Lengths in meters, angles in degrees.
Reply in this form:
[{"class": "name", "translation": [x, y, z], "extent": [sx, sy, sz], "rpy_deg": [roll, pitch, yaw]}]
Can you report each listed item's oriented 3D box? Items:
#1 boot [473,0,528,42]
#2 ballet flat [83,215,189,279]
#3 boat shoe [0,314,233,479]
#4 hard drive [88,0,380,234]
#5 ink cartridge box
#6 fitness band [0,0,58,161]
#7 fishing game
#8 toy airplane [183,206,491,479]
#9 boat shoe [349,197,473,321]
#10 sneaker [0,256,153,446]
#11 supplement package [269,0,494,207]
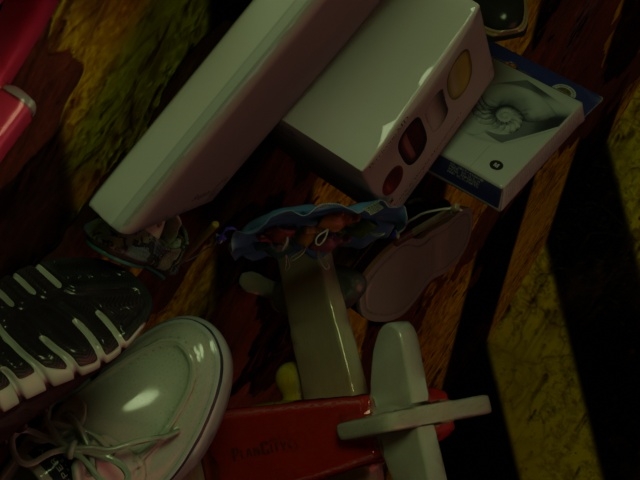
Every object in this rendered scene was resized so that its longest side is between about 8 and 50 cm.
[{"class": "boot", "translation": [0.157, -0.305, 1.524], "extent": [0.077, 0.198, 0.137], "rpy_deg": [-12, 145, -10]}, {"class": "ballet flat", "translation": [-0.156, -0.009, 1.359], "extent": [0.070, 0.070, 0.188], "rpy_deg": [-56, 173, -1]}, {"class": "boat shoe", "translation": [-0.234, 0.210, 1.462], "extent": [0.367, 0.136, 0.156], "rpy_deg": [-46, 160, 0]}, {"class": "hard drive", "translation": [-0.029, -0.160, 1.278], "extent": [0.353, 0.047, 0.233], "rpy_deg": [-48, 175, 16]}, {"class": "ink cartridge box", "translation": [0.164, -0.157, 1.689], "extent": [0.224, 0.223, 0.045], "rpy_deg": [-45, 155, -34]}, {"class": "fitness band", "translation": [-0.241, -0.068, 0.936], "extent": [0.291, 0.054, 0.209], "rpy_deg": [-57, 177, -18]}, {"class": "fishing game", "translation": [0.000, 0.000, 1.525], "extent": [0.264, 0.041, 0.189], "rpy_deg": [-4, 165, -27]}, {"class": "toy airplane", "translation": [0.016, 0.209, 1.685], "extent": [0.272, 0.384, 0.386], "rpy_deg": [5, 116, -60]}, {"class": "boat shoe", "translation": [0.099, 0.022, 2.075], "extent": [0.302, 0.091, 0.114], "rpy_deg": [-27, 127, -55]}, {"class": "sneaker", "translation": [-0.266, 0.126, 1.264], "extent": [0.281, 0.106, 0.162], "rpy_deg": [-29, 155, -36]}, {"class": "supplement package", "translation": [0.051, -0.154, 1.508], "extent": [0.194, 0.149, 0.203], "rpy_deg": [-55, 164, -4]}]
